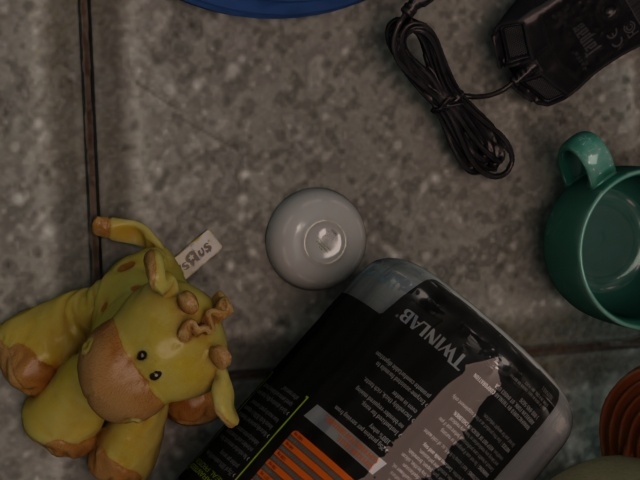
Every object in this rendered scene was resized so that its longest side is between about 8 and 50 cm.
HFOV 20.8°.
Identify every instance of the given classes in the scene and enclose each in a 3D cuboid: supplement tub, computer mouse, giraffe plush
[{"bbox_3d":[0.014,0.196,1.317,0.207,0.207,0.338,44,82,-16],"label":"supplement tub"},{"bbox_3d":[0.169,-0.193,1.402,0.262,0.060,0.184,-42,118,0],"label":"computer mouse"},{"bbox_3d":[-0.125,0.083,1.280,0.181,0.170,0.210,34,84,-17],"label":"giraffe plush"}]

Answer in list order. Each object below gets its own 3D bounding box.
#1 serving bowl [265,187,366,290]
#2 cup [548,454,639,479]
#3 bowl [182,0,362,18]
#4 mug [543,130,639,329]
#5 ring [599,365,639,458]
[{"bbox_3d":[0.000,0.000,1.387,0.083,0.027,0.083,-2,95,-18],"label":"serving bowl"},{"bbox_3d":[0.248,0.296,1.281,0.331,0.237,0.331,-20,135,-22],"label":"cup"},{"bbox_3d":[-0.028,-0.365,1.318,0.391,0.077,0.391,-2,96,-18],"label":"bowl"},{"bbox_3d":[0.249,-0.010,1.429,0.129,0.097,0.158,0,94,-17],"label":"mug"},{"bbox_3d":[0.354,0.230,1.364,0.032,0.336,0.336,-42,106,-28],"label":"ring"}]
